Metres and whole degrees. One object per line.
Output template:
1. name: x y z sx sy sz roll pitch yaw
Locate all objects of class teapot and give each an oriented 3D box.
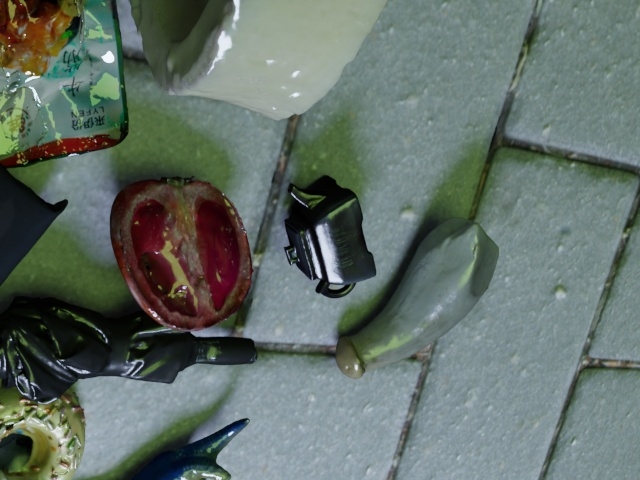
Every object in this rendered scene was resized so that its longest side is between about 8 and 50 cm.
1. teapot: 0.000 0.000 1.227 0.096 0.087 0.177 -25 121 -17

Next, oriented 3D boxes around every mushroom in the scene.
1. mushroom: 0.135 0.092 1.343 0.270 0.103 0.118 -50 127 0

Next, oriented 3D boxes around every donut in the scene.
1. donut: -0.342 0.232 1.110 0.174 0.068 0.175 -13 117 -28

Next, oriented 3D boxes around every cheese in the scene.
1. cheese: -0.056 -0.294 0.952 0.153 0.292 0.332 13 113 -36

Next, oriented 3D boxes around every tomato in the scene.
1. tomato: -0.172 0.019 1.102 0.189 0.099 0.173 -4 85 -48

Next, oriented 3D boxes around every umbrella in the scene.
1. umbrella: -0.217 0.125 1.129 0.340 0.118 0.118 9 104 -39

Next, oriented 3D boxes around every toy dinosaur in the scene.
1. toy dinosaur: -0.213 0.287 1.220 0.188 0.075 0.248 36 94 -30

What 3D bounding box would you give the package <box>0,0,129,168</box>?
1. package: -0.278 -0.190 0.999 0.166 0.040 0.232 -13 117 -29

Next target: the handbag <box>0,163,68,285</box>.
1. handbag: -0.402 0.006 0.968 0.254 0.088 0.211 -52 133 -5
